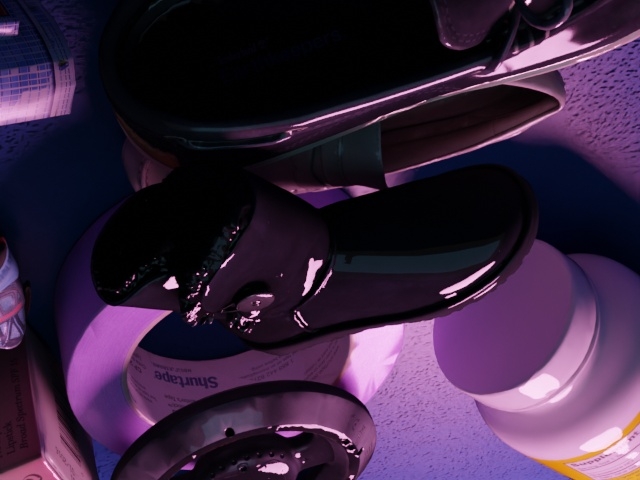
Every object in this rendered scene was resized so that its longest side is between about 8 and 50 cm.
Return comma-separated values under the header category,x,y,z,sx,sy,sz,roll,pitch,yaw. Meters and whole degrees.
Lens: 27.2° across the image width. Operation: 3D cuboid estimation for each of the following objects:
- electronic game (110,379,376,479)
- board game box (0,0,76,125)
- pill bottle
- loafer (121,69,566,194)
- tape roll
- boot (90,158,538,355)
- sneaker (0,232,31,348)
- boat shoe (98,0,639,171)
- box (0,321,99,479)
category,x,y,z,sx,sy,sz,roll,pitch,yaw
electronic game,-0.063,0.191,1.105,0.229,0.048,0.229,-13,141,-11
board game box,-0.224,-0.146,0.748,0.194,0.194,0.060,-17,145,-40
pill bottle,0.256,0.125,1.188,0.188,0.188,0.334,-41,133,21
loafer,0.017,-0.086,0.940,0.319,0.111,0.112,-20,137,-1
tape roll,-0.074,0.068,1.079,0.275,0.090,0.275,-11,137,-10
boot,0.000,0.000,0.854,0.246,0.094,0.207,-22,158,21
sneaker,-0.340,0.084,0.985,0.262,0.104,0.125,-19,139,-1
boat shoe,0.084,-0.181,0.804,0.500,0.186,0.156,-24,176,8
box,-0.309,0.191,1.069,0.232,0.148,0.127,-23,137,1
